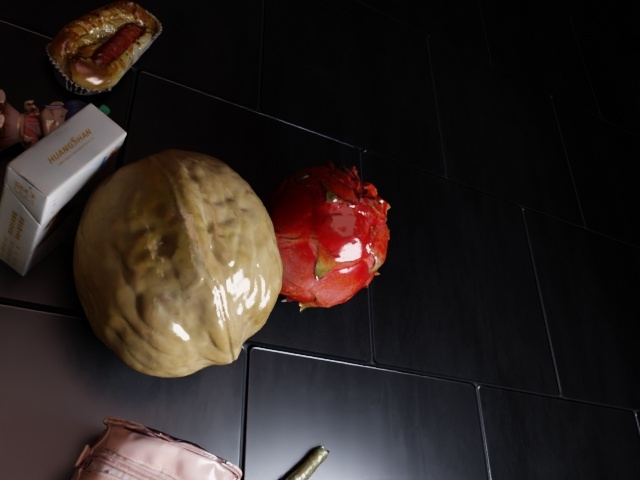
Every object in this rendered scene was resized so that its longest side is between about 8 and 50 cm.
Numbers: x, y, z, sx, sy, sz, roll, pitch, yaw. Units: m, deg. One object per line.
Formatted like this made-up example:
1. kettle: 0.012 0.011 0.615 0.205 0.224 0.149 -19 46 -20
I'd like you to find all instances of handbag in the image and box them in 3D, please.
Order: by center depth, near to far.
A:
1. handbag: -0.209 0.306 0.744 0.205 0.179 0.116 30 58 -15

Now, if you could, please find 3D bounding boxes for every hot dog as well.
1. hot dog: -0.381 -0.350 1.070 0.131 0.069 0.253 37 49 -9

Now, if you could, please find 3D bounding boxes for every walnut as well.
1. walnut: -0.197 0.033 0.855 0.277 0.252 0.313 -21 84 -51

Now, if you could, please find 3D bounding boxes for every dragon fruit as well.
1. dragon fruit: 0.001 -0.009 1.011 0.241 0.252 0.241 48 32 -44

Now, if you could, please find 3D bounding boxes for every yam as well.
1. yam: -0.030 0.357 0.927 0.129 0.027 0.033 -36 88 -42

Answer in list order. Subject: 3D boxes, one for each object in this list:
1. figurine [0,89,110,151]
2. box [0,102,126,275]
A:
1. figurine: -0.419 -0.179 0.931 0.194 0.102 0.112 4 75 -28
2. box: -0.358 -0.063 0.812 0.067 0.233 0.149 38 50 -9
